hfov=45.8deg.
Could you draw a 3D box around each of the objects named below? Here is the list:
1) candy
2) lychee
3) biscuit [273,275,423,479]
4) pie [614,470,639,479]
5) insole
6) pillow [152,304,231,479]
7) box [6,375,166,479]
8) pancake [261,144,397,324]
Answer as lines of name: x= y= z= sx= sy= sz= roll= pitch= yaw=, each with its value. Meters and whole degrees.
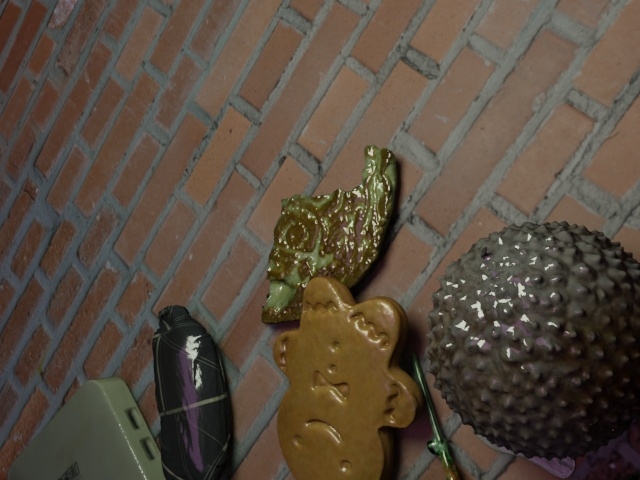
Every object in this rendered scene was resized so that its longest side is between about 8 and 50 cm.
candy: x=0.173 y=0.296 z=1.086 sx=0.078 sy=0.084 sz=0.288 roll=-34 pitch=61 yaw=33
lychee: x=0.262 y=0.120 z=0.915 sx=0.300 sy=0.300 sz=0.300 roll=-3 pitch=84 yaw=34
biscuit: x=0.026 y=0.238 z=1.163 sx=0.275 sy=0.052 sz=0.355 roll=22 pitch=108 yaw=35
pie: x=0.424 y=0.419 z=0.880 sx=0.354 sy=0.103 sz=0.288 roll=-25 pitch=72 yaw=26
insole: x=0.279 y=0.283 z=1.049 sx=0.152 sy=0.002 sz=0.053 roll=25 pitch=100 yaw=33
pillow: x=-0.238 y=0.279 z=1.349 sx=0.161 sy=0.092 sz=0.335 roll=-18 pitch=75 yaw=36
box: x=-0.436 y=0.502 z=1.468 sx=0.367 sy=0.090 sz=0.373 roll=-45 pitch=63 yaw=22
pancake: x=0.003 y=0.001 z=1.235 sx=0.376 sy=0.054 sz=0.197 roll=-47 pitch=69 yaw=20
